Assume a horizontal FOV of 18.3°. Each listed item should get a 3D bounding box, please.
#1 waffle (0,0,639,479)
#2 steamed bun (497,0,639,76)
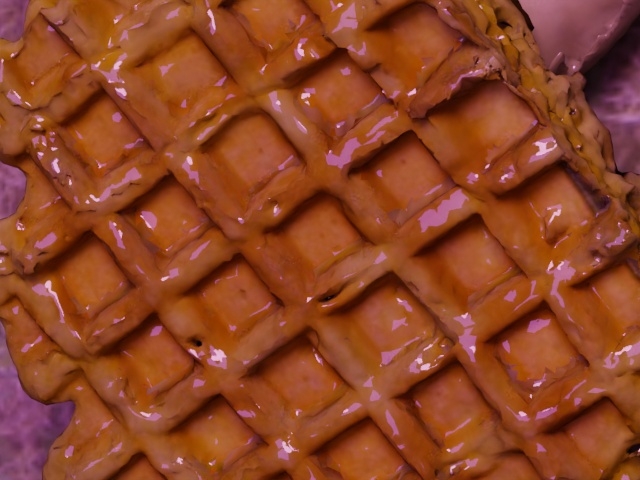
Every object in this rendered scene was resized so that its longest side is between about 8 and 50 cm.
[{"bbox_3d":[0.001,-0.001,0.813,0.307,0.060,0.311,-1,107,11],"label":"waffle"},{"bbox_3d":[0.027,-0.140,0.854,0.231,0.110,0.212,-38,95,16],"label":"steamed bun"}]
